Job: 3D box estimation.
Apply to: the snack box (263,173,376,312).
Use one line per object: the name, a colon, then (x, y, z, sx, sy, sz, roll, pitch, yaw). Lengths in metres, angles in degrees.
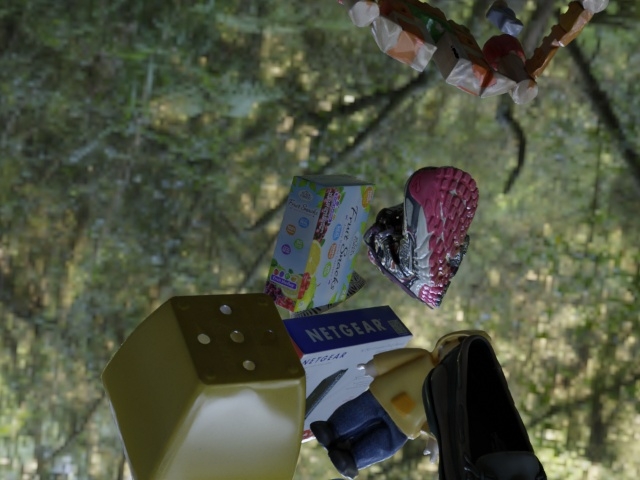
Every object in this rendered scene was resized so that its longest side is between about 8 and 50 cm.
snack box: (0.000, 0.000, 1.896, 0.070, 0.207, 0.174, 22, -167, 26)

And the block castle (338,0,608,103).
block castle: (0.261, -0.467, 2.142, 0.453, 0.303, 0.213, 20, -150, -27)

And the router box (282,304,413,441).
router box: (-0.030, 0.259, 2.148, 0.335, 0.301, 0.082, -4, -132, -52)

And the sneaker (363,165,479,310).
sneaker: (0.105, -0.004, 1.348, 0.112, 0.121, 0.299, 25, 162, 10)

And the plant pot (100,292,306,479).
plant pot: (-0.131, 0.181, 1.490, 0.212, 0.187, 0.212, 0, -135, -30)

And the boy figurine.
boy figurine: (0.133, 0.230, 1.694, 0.285, 0.177, 0.092, -35, 161, 7)

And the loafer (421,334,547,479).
loafer: (0.164, 0.206, 1.134, 0.096, 0.084, 0.267, 6, -139, -23)

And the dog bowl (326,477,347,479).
dog bowl: (-0.053, 0.503, 2.030, 0.297, 0.074, 0.166, -36, 153, 18)

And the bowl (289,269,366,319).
bowl: (-0.003, 0.084, 2.287, 0.170, 0.080, 0.170, -28, -173, 4)
